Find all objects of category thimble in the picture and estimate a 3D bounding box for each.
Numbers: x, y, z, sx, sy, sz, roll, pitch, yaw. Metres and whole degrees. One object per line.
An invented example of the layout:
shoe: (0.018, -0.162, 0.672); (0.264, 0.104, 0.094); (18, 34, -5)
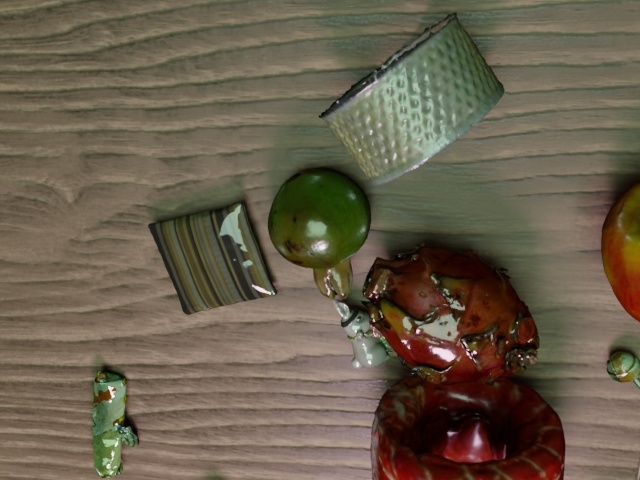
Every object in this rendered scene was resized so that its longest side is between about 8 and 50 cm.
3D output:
thimble: (0.266, 0.408, 1.239); (0.350, 0.350, 0.230); (3, 114, 10)
thimble: (0.142, -0.222, 1.080); (0.271, 0.271, 0.150); (-35, 101, 19)

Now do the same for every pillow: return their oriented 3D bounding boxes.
pillow: (-0.214, 0.038, 1.347); (0.212, 0.052, 0.208); (-13, 108, 17)

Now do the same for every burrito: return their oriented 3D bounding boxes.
burrito: (-0.463, 0.422, 1.525); (0.104, 0.054, 0.288); (9, 108, 5)

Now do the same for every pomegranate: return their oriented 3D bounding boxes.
pomegranate: (-0.013, -0.008, 1.240); (0.190, 0.159, 0.241); (18, 116, 5)

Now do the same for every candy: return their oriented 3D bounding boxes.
candy: (0.616, 0.288, 1.285); (0.061, 0.061, 0.202); (-37, 107, 19)

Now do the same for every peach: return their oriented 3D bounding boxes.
peach: (0.595, 0.017, 1.098); (0.281, 0.238, 0.281); (-7, 104, -29)

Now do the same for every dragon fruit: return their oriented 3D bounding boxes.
dragon fruit: (0.225, 0.136, 1.211); (0.315, 0.250, 0.250); (3, 110, -6)

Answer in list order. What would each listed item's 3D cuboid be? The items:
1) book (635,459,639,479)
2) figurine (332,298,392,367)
book: (0.721, 0.471, 1.341); (0.172, 0.012, 0.118); (5, 109, 9)
figurine: (0.087, 0.169, 1.336); (0.098, 0.081, 0.146); (-24, 101, -28)
